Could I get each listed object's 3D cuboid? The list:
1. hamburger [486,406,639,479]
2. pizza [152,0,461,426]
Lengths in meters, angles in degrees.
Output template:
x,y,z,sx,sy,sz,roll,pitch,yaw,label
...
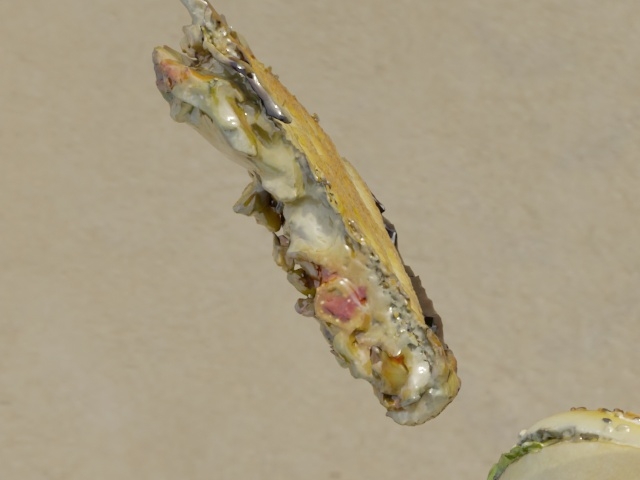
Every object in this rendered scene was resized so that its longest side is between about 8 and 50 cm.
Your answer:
x,y,z,sx,sy,sz,roll,pitch,yaw,label
0.271,0.263,1.614,0.300,0.300,0.176,1,48,38,hamburger
0.000,0.000,1.144,0.074,0.288,0.251,-36,51,7,pizza
